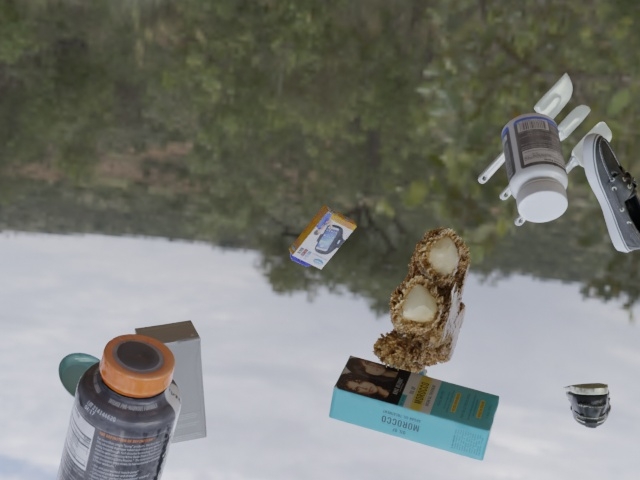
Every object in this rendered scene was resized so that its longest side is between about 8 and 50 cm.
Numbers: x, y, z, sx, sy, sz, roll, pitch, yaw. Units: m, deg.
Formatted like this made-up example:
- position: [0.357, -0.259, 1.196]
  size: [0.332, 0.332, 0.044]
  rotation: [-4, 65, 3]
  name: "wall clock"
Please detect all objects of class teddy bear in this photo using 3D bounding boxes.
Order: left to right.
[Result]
- position: [0.158, 0.098, 1.831]
  size: [0.113, 0.245, 0.338]
  rotation: [17, 177, 15]
  name: "teddy bear"

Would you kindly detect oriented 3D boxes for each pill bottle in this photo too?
- position: [-0.247, 0.235, 1.434]
  size: [0.130, 0.245, 0.130]
  rotation: [14, -150, -8]
  name: "pill bottle"
- position: [0.288, -0.097, 1.549]
  size: [0.078, 0.137, 0.078]
  rotation: [-1, 143, -1]
  name: "pill bottle"

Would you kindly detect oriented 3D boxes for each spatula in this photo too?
- position: [0.391, -0.148, 2.010]
  size: [0.168, 0.242, 0.019]
  rotation: [46, 173, -32]
  name: "spatula"

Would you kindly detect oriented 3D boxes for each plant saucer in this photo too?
- position: [-0.429, 0.259, 2.121]
  size: [0.119, 0.021, 0.119]
  rotation: [28, -147, -20]
  name: "plant saucer"

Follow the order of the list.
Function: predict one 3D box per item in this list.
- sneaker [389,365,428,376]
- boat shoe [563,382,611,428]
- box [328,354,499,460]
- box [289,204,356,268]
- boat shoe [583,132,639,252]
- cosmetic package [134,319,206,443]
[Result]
- position: [0.142, 0.256, 1.954]
  size: [0.073, 0.162, 0.063]
  rotation: [4, 150, -38]
  name: "sneaker"
- position: [0.492, 0.300, 2.130]
  size: [0.084, 0.079, 0.233]
  rotation: [-6, 175, 11]
  name: "boat shoe"
- position: [0.145, 0.255, 1.778]
  size: [0.244, 0.060, 0.100]
  rotation: [14, -151, 11]
  name: "box"
- position: [0.000, 0.000, 2.323]
  size: [0.081, 0.136, 0.028]
  rotation: [26, -160, -35]
  name: "box"
- position: [0.323, -0.053, 1.246]
  size: [0.040, 0.142, 0.049]
  rotation: [-8, -155, 39]
  name: "boat shoe"
- position: [-0.308, 0.293, 2.378]
  size: [0.127, 0.238, 0.107]
  rotation: [-6, -161, -16]
  name: "cosmetic package"
